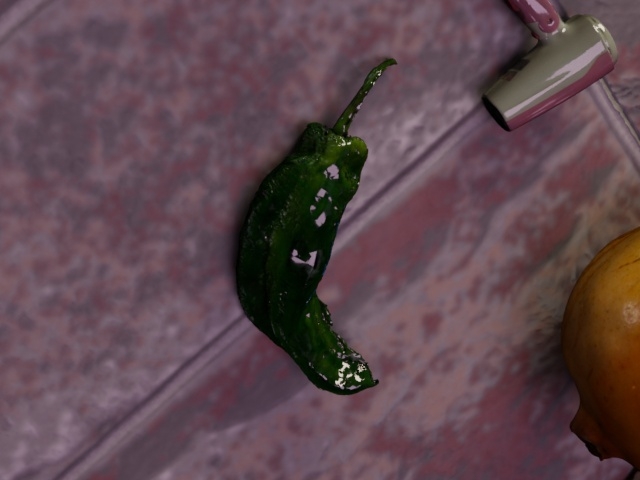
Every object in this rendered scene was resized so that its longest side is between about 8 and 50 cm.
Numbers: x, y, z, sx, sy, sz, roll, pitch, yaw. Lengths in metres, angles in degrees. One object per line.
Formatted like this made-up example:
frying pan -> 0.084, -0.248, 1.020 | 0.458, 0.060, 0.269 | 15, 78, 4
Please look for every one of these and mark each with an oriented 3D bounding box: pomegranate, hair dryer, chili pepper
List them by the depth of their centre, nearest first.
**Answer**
chili pepper -> -0.001, 0.000, 0.827 | 0.122, 0.065, 0.278 | -6, 115, -29
hair dryer -> 0.155, -0.174, 0.834 | 0.106, 0.054, 0.154 | -32, 109, -2
pomegranate -> 0.327, 0.096, 0.898 | 0.264, 0.264, 0.264 | -8, 113, -19

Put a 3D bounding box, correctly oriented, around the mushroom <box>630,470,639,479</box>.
mushroom -> 0.343, 0.278, 1.068 | 0.094, 0.072, 0.209 | 34, 99, -27
